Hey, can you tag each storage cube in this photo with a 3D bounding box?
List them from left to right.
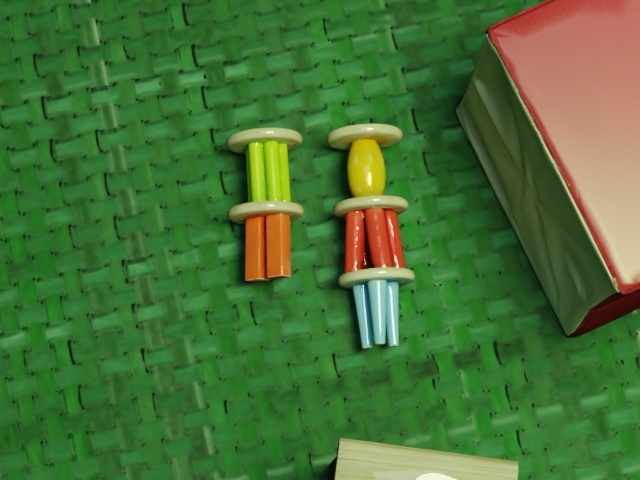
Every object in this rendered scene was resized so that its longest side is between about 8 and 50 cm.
[{"bbox_3d":[0.219,-0.071,1.178,0.193,0.183,0.215,-25,81,-7],"label":"storage cube"}]

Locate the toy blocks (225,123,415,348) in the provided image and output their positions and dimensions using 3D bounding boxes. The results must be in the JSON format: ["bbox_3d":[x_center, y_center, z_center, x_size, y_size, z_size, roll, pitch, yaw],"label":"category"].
[{"bbox_3d":[0.000,0.000,1.213,0.123,0.054,0.148,-3,78,-5],"label":"toy blocks"}]

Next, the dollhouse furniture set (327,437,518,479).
[{"bbox_3d":[0.043,0.255,1.104,0.212,0.161,0.242,7,77,-2],"label":"dollhouse furniture set"}]
